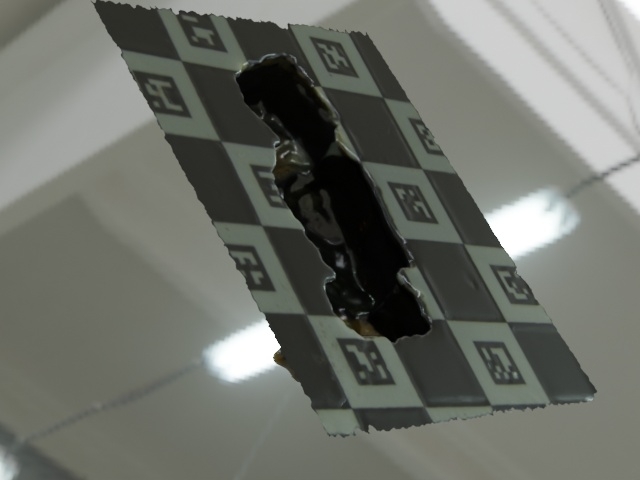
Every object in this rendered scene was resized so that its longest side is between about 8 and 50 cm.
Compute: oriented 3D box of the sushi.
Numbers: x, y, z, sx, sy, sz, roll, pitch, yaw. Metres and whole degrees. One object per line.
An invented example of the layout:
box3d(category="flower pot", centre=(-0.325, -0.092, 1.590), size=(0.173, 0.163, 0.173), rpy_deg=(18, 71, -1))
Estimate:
box3d(category="sushi", centre=(0.000, 0.000, 0.767), size=(0.192, 0.215, 0.050), rpy_deg=(-1, -35, -51))
